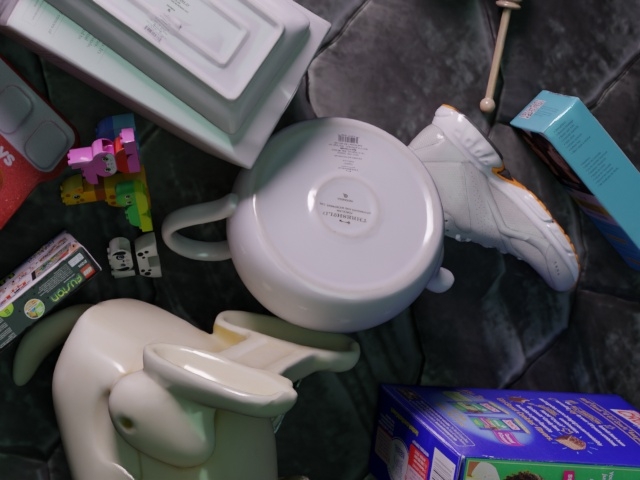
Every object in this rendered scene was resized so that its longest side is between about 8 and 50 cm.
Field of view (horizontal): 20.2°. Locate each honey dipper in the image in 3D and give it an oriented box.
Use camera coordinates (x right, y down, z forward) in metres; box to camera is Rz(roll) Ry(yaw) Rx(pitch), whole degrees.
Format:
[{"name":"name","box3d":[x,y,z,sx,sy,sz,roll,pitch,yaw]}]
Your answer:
[{"name":"honey dipper","box3d":[0.205,-0.226,2.060,0.030,0.030,0.161,9,100,-19]}]

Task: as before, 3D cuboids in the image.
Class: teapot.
[{"name":"teapot","box3d":[0.000,0.000,1.961,0.252,0.187,0.256,-38,82,-27]}]

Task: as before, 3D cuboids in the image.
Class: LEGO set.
[{"name":"LEGO set","box3d":[-0.232,-0.054,1.909,0.093,0.087,0.227,-9,141,-3]}]

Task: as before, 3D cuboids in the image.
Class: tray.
[{"name":"tray","box3d":[-0.147,-0.235,1.760,0.270,0.030,0.145,36,87,-19]}]

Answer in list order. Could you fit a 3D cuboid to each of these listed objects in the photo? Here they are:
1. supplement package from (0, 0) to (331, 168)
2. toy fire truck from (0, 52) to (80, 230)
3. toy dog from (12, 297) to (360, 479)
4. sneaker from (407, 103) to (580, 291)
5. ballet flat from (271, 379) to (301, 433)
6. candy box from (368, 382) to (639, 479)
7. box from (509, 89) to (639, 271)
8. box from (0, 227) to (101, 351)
[{"name":"supplement package","box3d":[-0.172,-0.224,1.863,0.293,0.175,0.177,31,87,-20]},{"name":"toy fire truck","box3d":[-0.419,-0.119,1.830,0.302,0.169,0.254,46,60,-20]},{"name":"toy dog","box3d":[-0.174,0.289,1.894,0.395,0.284,0.408,12,102,9]},{"name":"sneaker","box3d":[0.187,-0.027,2.063,0.121,0.099,0.262,-42,101,1]},{"name":"ballet flat","box3d":[-0.056,0.167,2.028,0.070,0.070,0.188,22,93,-20]},{"name":"candy box","box3d":[0.248,0.259,2.030,0.317,0.268,0.122,4,102,-18]},{"name":"box","box3d":[0.331,-0.064,2.088,0.060,0.100,0.244,-44,109,-5]},{"name":"box","box3d":[-0.332,0.073,1.899,0.207,0.114,0.036,-39,109,-7]}]
